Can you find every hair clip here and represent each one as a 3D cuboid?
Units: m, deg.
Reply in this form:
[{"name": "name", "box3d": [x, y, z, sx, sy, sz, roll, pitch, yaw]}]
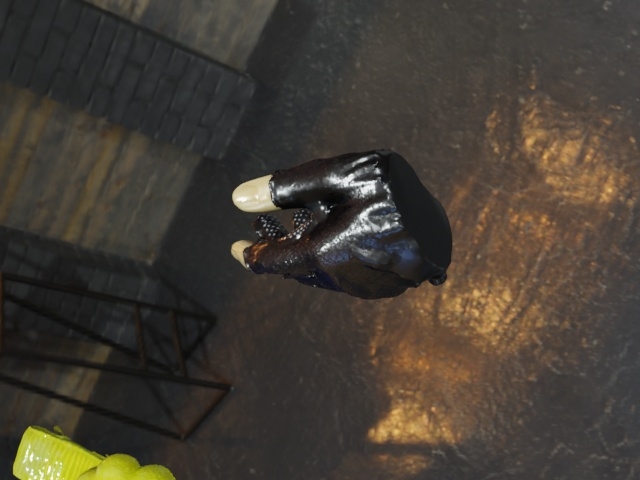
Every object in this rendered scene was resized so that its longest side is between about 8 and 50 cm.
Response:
[{"name": "hair clip", "box3d": [-0.170, 0.190, 0.631, 0.173, 0.046, 0.072, 17, 91, 35]}]

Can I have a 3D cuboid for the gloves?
[{"name": "gloves", "box3d": [0.002, 0.003, 0.653, 0.180, 0.129, 0.106, -21, 69, 31]}]
